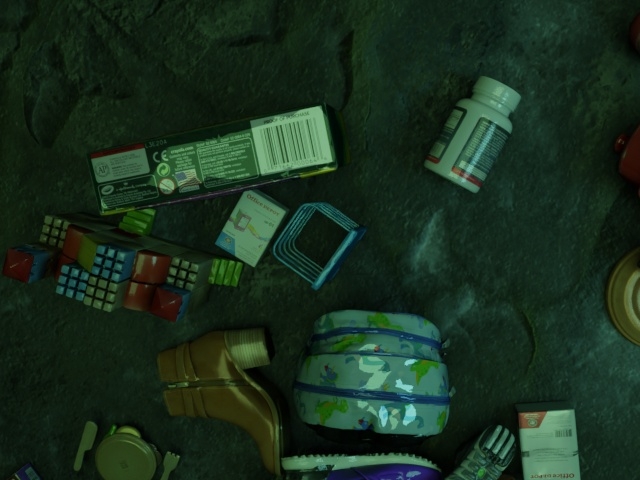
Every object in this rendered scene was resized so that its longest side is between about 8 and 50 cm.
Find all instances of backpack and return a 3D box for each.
[{"bbox_3d":[0.082,0.227,1.132,0.290,0.355,0.273,10,96,6],"label":"backpack"}]

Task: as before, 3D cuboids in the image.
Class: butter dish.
[{"bbox_3d":[0.550,-0.146,1.162,0.118,0.160,0.160,33,102,40],"label":"butter dish"}]

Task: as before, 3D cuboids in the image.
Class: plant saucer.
[{"bbox_3d":[0.606,0.099,1.218,0.199,0.037,0.200,1,95,7],"label":"plant saucer"}]

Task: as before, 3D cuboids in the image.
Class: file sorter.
[{"bbox_3d":[0.000,0.000,1.215,0.104,0.170,0.118,36,98,6],"label":"file sorter"}]

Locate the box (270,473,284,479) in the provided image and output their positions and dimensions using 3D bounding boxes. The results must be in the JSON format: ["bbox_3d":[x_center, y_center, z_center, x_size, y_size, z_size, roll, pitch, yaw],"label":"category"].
[{"bbox_3d":[-0.016,0.496,1.294,0.179,0.105,0.043,35,102,2],"label":"box"}]

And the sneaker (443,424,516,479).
[{"bbox_3d":[0.254,0.432,1.236,0.086,0.132,0.228,43,71,8],"label":"sneaker"}]

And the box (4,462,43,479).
[{"bbox_3d":[-0.582,0.625,1.398,0.201,0.057,0.293,-38,90,9],"label":"box"}]

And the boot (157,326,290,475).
[{"bbox_3d":[-0.180,0.310,1.293,0.220,0.109,0.284,-13,92,7],"label":"boot"}]

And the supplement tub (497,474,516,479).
[{"bbox_3d":[0.379,0.581,1.212,0.193,0.193,0.316,-41,90,9],"label":"supplement tub"}]

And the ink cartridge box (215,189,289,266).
[{"bbox_3d":[-0.125,-0.026,1.284,0.088,0.052,0.122,30,97,3],"label":"ink cartridge box"}]

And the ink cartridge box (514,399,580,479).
[{"bbox_3d":[0.408,0.365,1.256,0.099,0.056,0.135,-5,94,8],"label":"ink cartridge box"}]

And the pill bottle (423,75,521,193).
[{"bbox_3d":[0.265,-0.182,1.195,0.108,0.108,0.180,29,98,3],"label":"pill bottle"}]

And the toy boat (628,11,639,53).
[{"bbox_3d":[0.606,-0.400,1.135,0.231,0.151,0.151,-34,60,8],"label":"toy boat"}]

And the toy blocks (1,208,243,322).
[{"bbox_3d":[-0.354,0.044,1.213,0.381,0.261,0.191,17,97,4],"label":"toy blocks"}]

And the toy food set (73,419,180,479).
[{"bbox_3d":[-0.379,0.428,1.370,0.192,0.038,0.132,22,105,-1],"label":"toy food set"}]

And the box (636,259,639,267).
[{"bbox_3d":[0.669,0.026,1.153,0.232,0.059,0.183,32,89,-10],"label":"box"}]

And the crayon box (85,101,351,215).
[{"bbox_3d":[-0.143,-0.135,1.144,0.362,0.313,0.106,-10,97,7],"label":"crayon box"}]

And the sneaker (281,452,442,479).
[{"bbox_3d":[0.074,0.457,1.238,0.293,0.102,0.146,3,69,-9],"label":"sneaker"}]
